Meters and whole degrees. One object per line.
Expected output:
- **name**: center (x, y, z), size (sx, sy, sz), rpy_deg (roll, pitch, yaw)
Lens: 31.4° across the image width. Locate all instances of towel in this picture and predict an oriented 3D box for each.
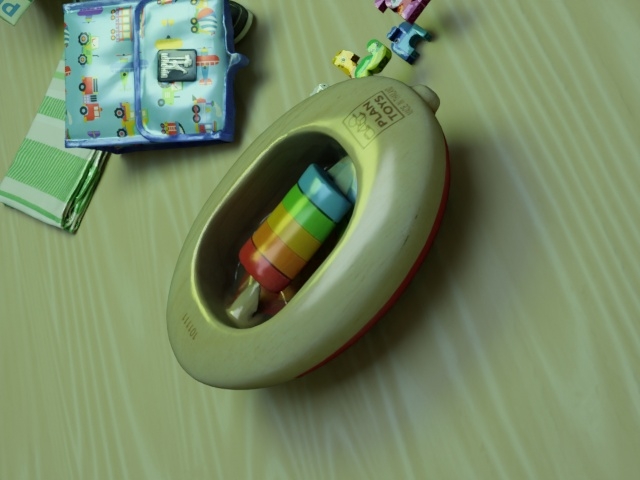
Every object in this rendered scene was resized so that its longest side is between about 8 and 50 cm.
- **towel**: center (-0.421, -0.189, 1.915), size (0.248, 0.038, 0.325), rpy_deg (18, 83, 44)

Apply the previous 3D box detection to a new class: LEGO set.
- **LEGO set**: center (0.057, -0.242, 1.493), size (0.093, 0.087, 0.227), rpy_deg (42, 100, 28)

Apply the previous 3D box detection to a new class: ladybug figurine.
- **ladybug figurine**: center (0.000, 0.000, 1.382), size (0.449, 0.162, 0.305), rpy_deg (-47, 49, 15)

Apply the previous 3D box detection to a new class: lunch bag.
- **lunch bag**: center (-0.232, -0.250, 1.705), size (0.293, 0.138, 0.221), rpy_deg (-1, 89, 29)

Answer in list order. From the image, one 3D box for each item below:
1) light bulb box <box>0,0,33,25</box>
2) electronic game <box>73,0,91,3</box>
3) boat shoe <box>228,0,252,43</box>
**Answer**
- **light bulb box**: center (-0.528, -0.630, 2.016), size (0.361, 0.225, 0.358), rpy_deg (-47, 29, 13)
- **electronic game**: center (-0.338, -0.452, 1.926), size (0.229, 0.048, 0.229), rpy_deg (-1, 89, 35)
- **boat shoe**: center (-0.203, -0.350, 1.773), size (0.233, 0.079, 0.084), rpy_deg (18, 82, 40)
